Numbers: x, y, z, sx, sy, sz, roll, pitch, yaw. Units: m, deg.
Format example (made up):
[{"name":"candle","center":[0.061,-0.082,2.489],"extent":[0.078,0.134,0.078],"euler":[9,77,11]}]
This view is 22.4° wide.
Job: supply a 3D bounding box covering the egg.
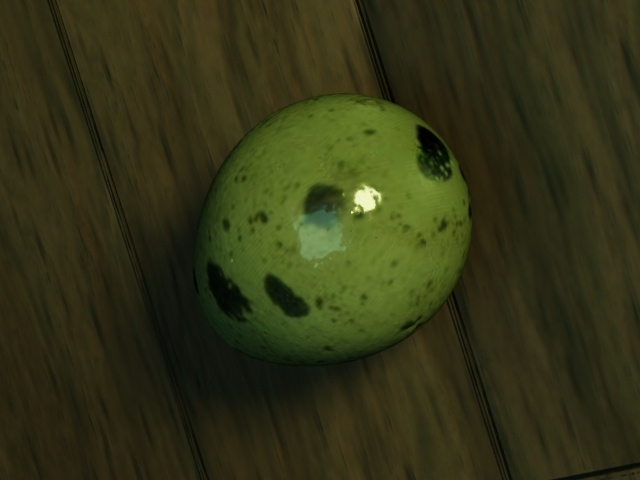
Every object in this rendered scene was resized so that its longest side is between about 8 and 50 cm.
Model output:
[{"name":"egg","center":[0.000,0.000,1.103],"extent":[0.228,0.177,0.177],"euler":[-38,82,38]}]
